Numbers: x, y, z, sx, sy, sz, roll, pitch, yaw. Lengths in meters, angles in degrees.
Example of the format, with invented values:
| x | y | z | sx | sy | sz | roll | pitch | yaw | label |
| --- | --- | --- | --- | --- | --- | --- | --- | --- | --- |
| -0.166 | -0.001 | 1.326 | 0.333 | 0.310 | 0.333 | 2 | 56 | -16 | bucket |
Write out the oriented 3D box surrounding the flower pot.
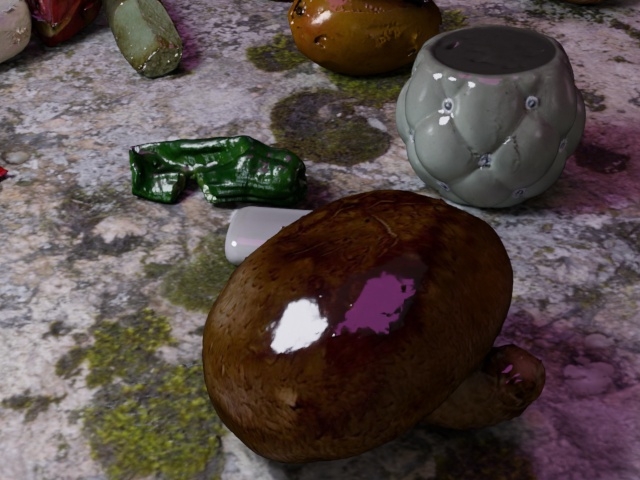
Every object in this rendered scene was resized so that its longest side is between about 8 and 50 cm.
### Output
| x | y | z | sx | sy | sz | roll | pitch | yaw | label |
| --- | --- | --- | --- | --- | --- | --- | --- | --- | --- |
| 0.220 | -0.160 | 1.589 | 0.246 | 0.195 | 0.246 | -1 | 34 | 1 | flower pot |

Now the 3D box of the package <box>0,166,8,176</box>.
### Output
| x | y | z | sx | sy | sz | roll | pitch | yaw | label |
| --- | --- | --- | --- | --- | --- | --- | --- | --- | --- |
| -0.530 | -0.112 | 1.707 | 0.200 | 0.022 | 0.083 | 25 | 41 | 33 | package |

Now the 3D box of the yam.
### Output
| x | y | z | sx | sy | sz | roll | pitch | yaw | label |
| --- | --- | --- | --- | --- | --- | --- | --- | --- | --- |
| -0.299 | -0.361 | 2.022 | 0.106 | 0.106 | 0.259 | -11 | 32 | -15 | yam |

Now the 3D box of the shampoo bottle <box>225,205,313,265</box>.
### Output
| x | y | z | sx | sy | sz | roll | pitch | yaw | label |
| --- | --- | --- | --- | --- | --- | --- | --- | --- | --- |
| 0.000 | 0.000 | 1.478 | 0.220 | 0.051 | 0.108 | 4 | 30 | 9 | shampoo bottle |

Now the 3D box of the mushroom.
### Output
| x | y | z | sx | sy | sz | roll | pitch | yaw | label |
| --- | --- | --- | --- | --- | --- | --- | --- | --- | --- |
| 0.033 | 0.074 | 1.218 | 0.345 | 0.239 | 0.345 | -3 | 6 | 0 | mushroom |

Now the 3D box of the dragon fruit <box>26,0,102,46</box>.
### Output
| x | y | z | sx | sy | sz | roll | pitch | yaw | label |
| --- | --- | --- | --- | --- | --- | --- | --- | --- | --- |
| -0.477 | -0.502 | 2.028 | 0.240 | 0.330 | 0.302 | -12 | 59 | -7 | dragon fruit |

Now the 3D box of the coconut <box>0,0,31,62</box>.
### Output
| x | y | z | sx | sy | sz | roll | pitch | yaw | label |
| --- | --- | --- | --- | --- | --- | --- | --- | --- | --- |
| -0.559 | -0.349 | 1.956 | 0.170 | 0.171 | 0.183 | 14 | 33 | 23 | coconut |

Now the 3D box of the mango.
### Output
| x | y | z | sx | sy | sz | roll | pitch | yaw | label |
| --- | --- | --- | --- | --- | --- | --- | --- | --- | --- |
| 0.071 | -0.335 | 1.917 | 0.248 | 0.151 | 0.156 | -3 | 21 | -17 | mango |

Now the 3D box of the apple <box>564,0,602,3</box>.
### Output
| x | y | z | sx | sy | sz | roll | pitch | yaw | label |
| --- | --- | --- | --- | --- | --- | --- | --- | --- | --- |
| 0.448 | -0.548 | 2.149 | 0.264 | 0.264 | 0.264 | -1 | 32 | 1 | apple |

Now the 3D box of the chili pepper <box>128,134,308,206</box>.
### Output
| x | y | z | sx | sy | sz | roll | pitch | yaw | label |
| --- | --- | --- | --- | --- | --- | --- | --- | --- | --- |
| -0.138 | -0.095 | 1.612 | 0.253 | 0.083 | 0.099 | 3 | 42 | 14 | chili pepper |

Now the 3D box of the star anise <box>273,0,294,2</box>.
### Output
| x | y | z | sx | sy | sz | roll | pitch | yaw | label |
| --- | --- | --- | --- | --- | --- | --- | --- | --- | --- |
| 0.010 | -0.469 | 2.184 | 0.288 | 0.088 | 0.288 | -2 | 17 | 1 | star anise |
